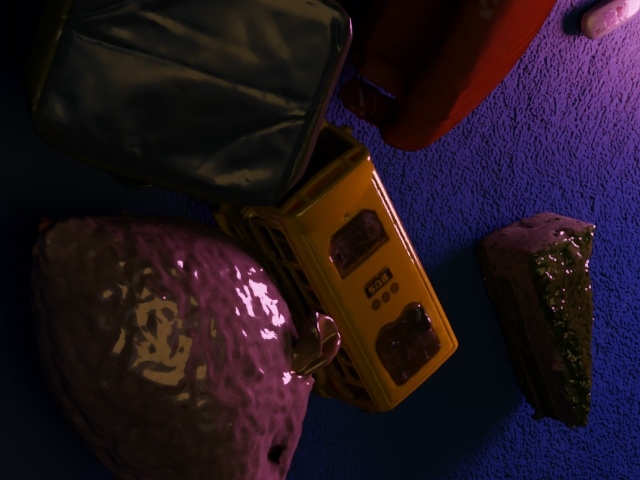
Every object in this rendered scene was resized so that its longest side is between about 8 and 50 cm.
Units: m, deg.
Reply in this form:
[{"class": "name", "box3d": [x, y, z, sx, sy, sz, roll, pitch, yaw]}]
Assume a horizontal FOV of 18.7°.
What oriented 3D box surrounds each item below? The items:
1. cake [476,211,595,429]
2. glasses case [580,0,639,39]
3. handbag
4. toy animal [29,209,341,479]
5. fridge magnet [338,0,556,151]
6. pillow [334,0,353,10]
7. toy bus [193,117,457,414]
[{"class": "cake", "box3d": [0.254, 0.083, 2.081, 0.099, 0.100, 0.235, -33, 119, -26]}, {"class": "glasses case", "box3d": [0.312, -0.244, 2.093, 0.083, 0.021, 0.032, -32, 120, -27]}, {"class": "handbag", "box3d": [-0.126, -0.165, 1.596, 0.263, 0.241, 0.222, 12, 106, -16]}, {"class": "toy animal", "box3d": [-0.132, 0.097, 1.737, 0.226, 0.188, 0.358, -51, 126, -29]}, {"class": "fridge magnet", "box3d": [0.144, -0.250, 1.792, 0.155, 0.363, 0.363, 30, 81, -1]}, {"class": "pillow", "box3d": [0.000, -0.251, 1.812, 0.241, 0.093, 0.051, -55, 149, -14]}, {"class": "toy bus", "box3d": [0.000, 0.000, 1.835, 0.144, 0.152, 0.330, -40, 123, -21]}]
